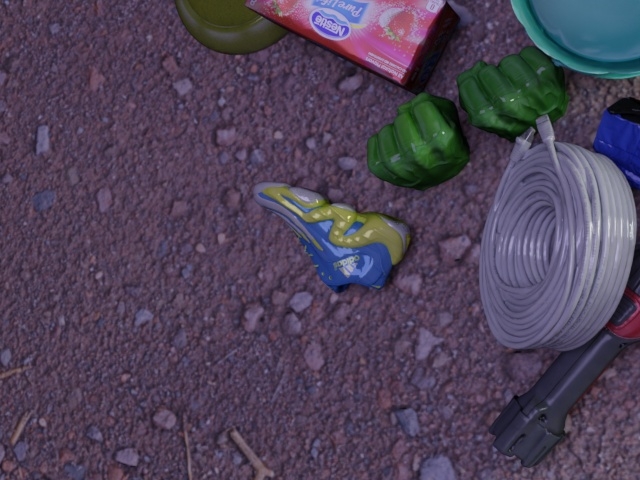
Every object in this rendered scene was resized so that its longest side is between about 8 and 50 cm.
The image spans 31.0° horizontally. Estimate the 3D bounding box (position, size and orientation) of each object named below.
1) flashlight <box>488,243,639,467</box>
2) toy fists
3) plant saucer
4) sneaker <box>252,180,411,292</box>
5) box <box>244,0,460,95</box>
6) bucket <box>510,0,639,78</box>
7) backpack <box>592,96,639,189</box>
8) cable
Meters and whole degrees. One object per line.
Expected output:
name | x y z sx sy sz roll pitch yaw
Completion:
flashlight | 0.339 0.150 1.449 0.103 0.103 0.304 33 105 -12
toy fists | 0.188 -0.159 1.508 0.279 0.142 0.096 -26 76 18
plant saucer | -0.122 -0.398 1.715 0.241 0.037 0.240 -2 86 22
sneaker | 0.000 0.000 1.603 0.240 0.091 0.126 19 94 22
box | 0.045 -0.312 1.575 0.257 0.123 0.128 29 98 14
bucket | 0.363 -0.332 1.395 0.281 0.183 0.281 2 99 12
backpack | 0.411 -0.115 1.438 0.120 0.098 0.101 25 125 23
cable | 0.283 0.009 1.416 0.257 0.089 0.257 -107 34 -51
